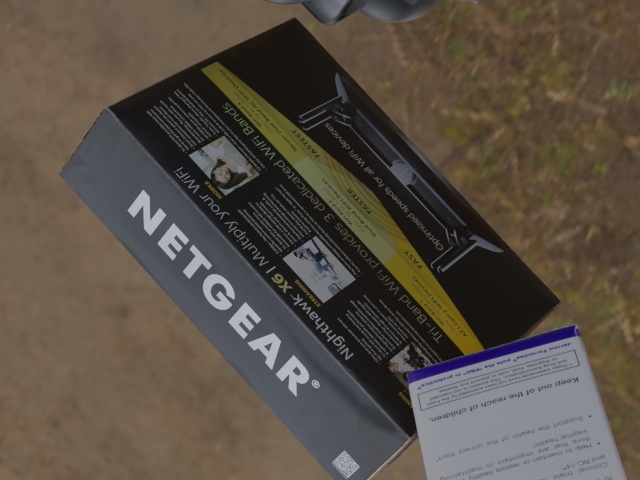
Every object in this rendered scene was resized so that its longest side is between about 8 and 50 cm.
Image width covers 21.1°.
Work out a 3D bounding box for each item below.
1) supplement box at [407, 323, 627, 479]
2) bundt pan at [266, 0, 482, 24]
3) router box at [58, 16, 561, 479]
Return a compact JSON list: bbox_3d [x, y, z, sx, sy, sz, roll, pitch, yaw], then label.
[{"bbox_3d":[0.128,0.171,0.982,0.114,0.220,0.111,-17,128,5],"label":"supplement box"},{"bbox_3d":[0.043,-0.264,1.077,0.330,0.124,0.331,-6,139,-5],"label":"bundt pan"},{"bbox_3d":[0.000,0.000,1.250,0.309,0.243,0.081,48,129,8],"label":"router box"}]
